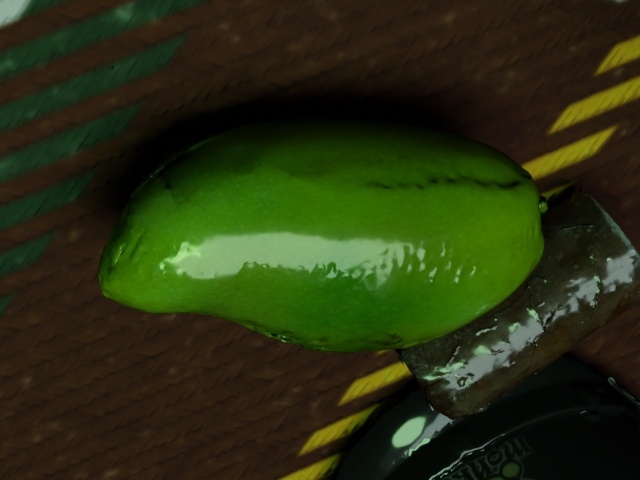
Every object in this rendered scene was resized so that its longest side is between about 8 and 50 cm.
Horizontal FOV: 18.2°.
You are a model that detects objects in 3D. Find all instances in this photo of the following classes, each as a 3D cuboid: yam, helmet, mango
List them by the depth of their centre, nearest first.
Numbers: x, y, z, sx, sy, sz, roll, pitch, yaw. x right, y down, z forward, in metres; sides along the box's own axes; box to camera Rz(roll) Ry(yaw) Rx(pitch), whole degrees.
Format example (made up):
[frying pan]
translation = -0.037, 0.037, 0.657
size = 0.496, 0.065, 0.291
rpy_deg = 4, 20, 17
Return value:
[mango]
translation = 0.000, 0.000, 0.979
size = 0.233, 0.111, 0.125
rpy_deg = -7, 129, -23
[yam]
translation = 0.109, 0.036, 1.108
size = 0.141, 0.079, 0.079
rpy_deg = -35, 139, 3
[helmet]
translation = 0.131, 0.206, 1.224
size = 0.230, 0.160, 0.279
rpy_deg = -29, 140, 0
